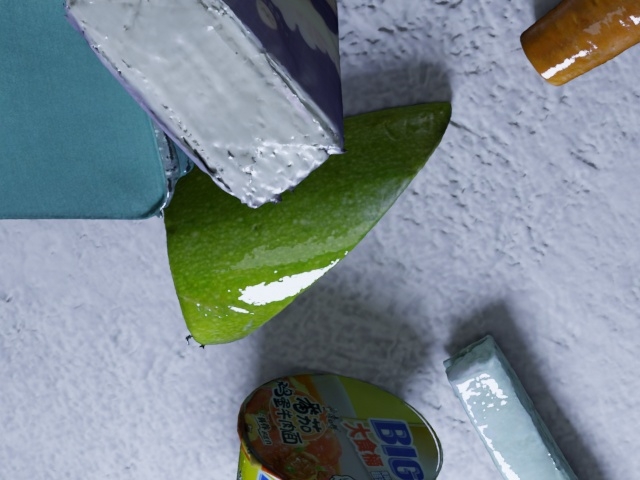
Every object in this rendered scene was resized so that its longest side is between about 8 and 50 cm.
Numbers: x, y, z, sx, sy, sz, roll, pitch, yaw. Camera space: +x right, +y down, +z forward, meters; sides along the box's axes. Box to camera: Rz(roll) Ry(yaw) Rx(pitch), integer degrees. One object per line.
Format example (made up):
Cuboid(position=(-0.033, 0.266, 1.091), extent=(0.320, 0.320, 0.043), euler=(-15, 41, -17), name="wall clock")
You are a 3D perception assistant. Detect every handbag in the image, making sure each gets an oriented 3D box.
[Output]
Cuboid(position=(-0.266, -0.151, 1.804), extent=(0.274, 0.100, 0.269), euler=(-4, 121, 21), name="handbag")

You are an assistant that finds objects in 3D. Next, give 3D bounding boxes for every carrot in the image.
Cuboid(position=(0.272, -0.212, 1.749), extent=(0.193, 0.087, 0.087), euler=(-41, 103, 19), name="carrot")

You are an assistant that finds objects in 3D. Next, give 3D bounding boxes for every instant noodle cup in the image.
Cuboid(position=(0.001, 0.244, 1.913), extent=(0.205, 0.205, 0.153), euler=(16, 123, -1), name="instant noodle cup")

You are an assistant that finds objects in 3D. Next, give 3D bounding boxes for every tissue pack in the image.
Cuboid(position=(-0.089, -0.205, 1.637), extent=(0.125, 0.344, 0.242), euler=(-36, 113, 17), name="tissue pack")

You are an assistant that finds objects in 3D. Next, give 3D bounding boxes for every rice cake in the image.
Cuboid(position=(0.227, 0.246, 1.949), extent=(0.066, 0.063, 0.336), euler=(-27, 107, 15), name="rice cake")

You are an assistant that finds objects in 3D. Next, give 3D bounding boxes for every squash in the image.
Cuboid(position=(0.000, 0.000, 1.850), extent=(0.288, 0.111, 0.203), euler=(-10, 112, 8), name="squash")
